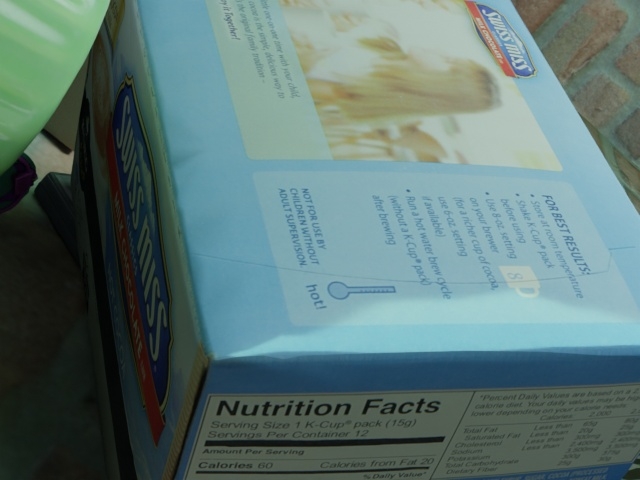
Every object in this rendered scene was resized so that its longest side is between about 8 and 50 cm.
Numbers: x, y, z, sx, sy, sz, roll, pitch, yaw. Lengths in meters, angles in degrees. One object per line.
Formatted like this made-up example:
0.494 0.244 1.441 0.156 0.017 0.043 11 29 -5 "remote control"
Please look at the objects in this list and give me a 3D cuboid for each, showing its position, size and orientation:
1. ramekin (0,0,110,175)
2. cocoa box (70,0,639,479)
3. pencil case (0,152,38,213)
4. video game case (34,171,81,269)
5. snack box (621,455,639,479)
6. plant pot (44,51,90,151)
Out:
-0.234 -0.143 0.504 0.148 0.303 0.303 28 26 -52 "ramekin"
0.000 0.000 0.595 0.232 0.228 0.347 1 45 -19 "cocoa box"
-0.224 -0.080 0.702 0.070 0.064 0.151 9 38 -30 "pencil case"
-0.066 0.037 0.822 0.196 0.026 0.274 54 23 23 "video game case"
0.248 0.081 0.727 0.322 0.060 0.187 18 42 -31 "snack box"
-0.195 -0.150 0.839 0.096 0.109 0.109 28 24 -6 "plant pot"
